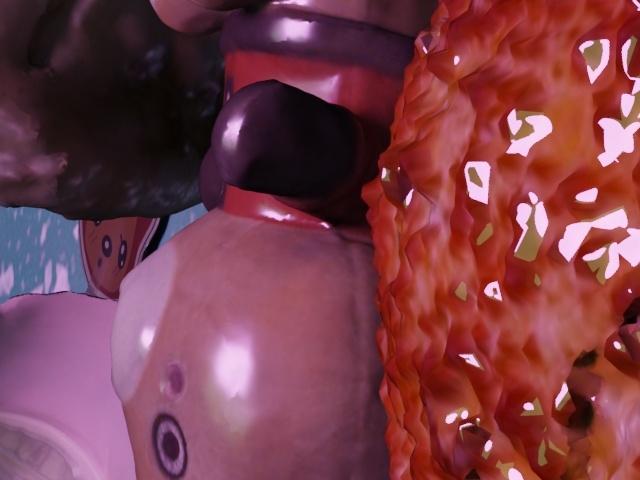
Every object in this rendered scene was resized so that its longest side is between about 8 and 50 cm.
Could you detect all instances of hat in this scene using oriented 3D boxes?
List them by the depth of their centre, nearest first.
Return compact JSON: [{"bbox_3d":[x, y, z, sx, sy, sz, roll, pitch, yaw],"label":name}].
[{"bbox_3d":[-0.180,0.147,1.084,0.275,0.232,0.161,-55,11,20],"label":"hat"}]

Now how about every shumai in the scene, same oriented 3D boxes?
[{"bbox_3d":[-0.119,-0.233,0.951,0.323,0.324,0.397,-45,47,26],"label":"shumai"}]

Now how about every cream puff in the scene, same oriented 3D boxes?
[{"bbox_3d":[0.137,0.002,0.457,0.350,0.228,0.350,-35,43,41],"label":"cream puff"}]

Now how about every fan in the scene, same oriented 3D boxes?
[{"bbox_3d":[-0.138,0.011,1.199,0.132,0.009,0.220,52,127,55],"label":"fan"}]

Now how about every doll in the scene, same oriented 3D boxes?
[{"bbox_3d":[0.000,0.000,0.801,0.235,0.174,0.330,-172,86,-75],"label":"doll"}]
